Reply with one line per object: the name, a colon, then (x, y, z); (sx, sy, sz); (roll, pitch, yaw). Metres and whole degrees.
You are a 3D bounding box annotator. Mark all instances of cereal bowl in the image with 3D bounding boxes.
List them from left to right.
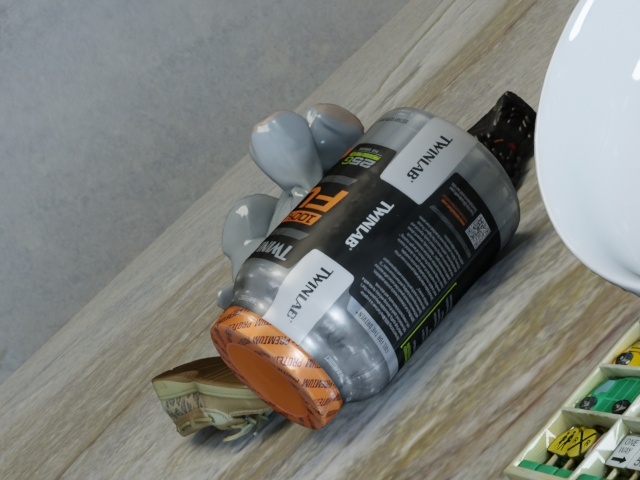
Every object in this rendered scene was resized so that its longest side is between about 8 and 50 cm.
cereal bowl: (0.325, -0.100, 1.106); (0.339, 0.141, 0.339); (-30, 49, 42)

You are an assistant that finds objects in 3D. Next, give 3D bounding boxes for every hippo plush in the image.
hippo plush: (0.000, 0.000, 1.890); (0.236, 0.234, 0.294); (-54, 45, 42)

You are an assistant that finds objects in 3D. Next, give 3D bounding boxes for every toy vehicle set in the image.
toy vehicle set: (0.246, 0.123, 1.016); (0.166, 0.035, 0.267); (-46, 13, -16)

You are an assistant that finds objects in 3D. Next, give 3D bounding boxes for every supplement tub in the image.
supplement tub: (0.045, 0.030, 1.557); (0.316, 0.193, 0.193); (-48, 14, -22)

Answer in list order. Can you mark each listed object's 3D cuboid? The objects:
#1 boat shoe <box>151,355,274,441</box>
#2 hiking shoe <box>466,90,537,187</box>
boat shoe: (-0.104, 0.186, 1.772); (0.104, 0.089, 0.285); (-20, 5, -27)
hiking shoe: (0.184, -0.080, 1.790); (0.227, 0.086, 0.114); (-47, -1, -45)
